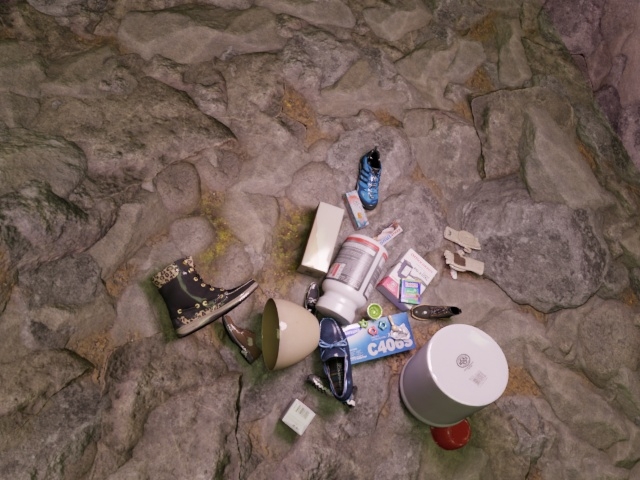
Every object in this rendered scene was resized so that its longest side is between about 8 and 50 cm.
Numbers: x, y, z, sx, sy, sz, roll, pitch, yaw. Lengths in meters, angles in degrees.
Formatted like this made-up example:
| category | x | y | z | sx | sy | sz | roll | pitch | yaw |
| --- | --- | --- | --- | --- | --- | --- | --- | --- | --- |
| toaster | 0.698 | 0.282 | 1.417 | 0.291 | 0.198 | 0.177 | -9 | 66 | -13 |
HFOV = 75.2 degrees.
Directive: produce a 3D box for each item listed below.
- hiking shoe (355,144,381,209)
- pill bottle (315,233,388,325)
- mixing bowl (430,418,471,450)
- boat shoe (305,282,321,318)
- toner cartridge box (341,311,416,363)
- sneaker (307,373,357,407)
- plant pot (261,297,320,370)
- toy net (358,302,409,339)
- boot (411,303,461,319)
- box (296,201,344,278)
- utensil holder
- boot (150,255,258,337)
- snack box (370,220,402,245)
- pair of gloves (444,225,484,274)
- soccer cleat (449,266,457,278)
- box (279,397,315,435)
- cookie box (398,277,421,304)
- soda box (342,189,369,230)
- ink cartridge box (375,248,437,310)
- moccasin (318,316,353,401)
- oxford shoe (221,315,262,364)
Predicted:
| category | x | y | z | sx | sy | sz | roll | pitch | yaw |
| --- | --- | --- | --- | --- | --- | --- | --- | --- | --- |
| hiking shoe | 0.239 | -0.302 | 2.026 | 0.113 | 0.132 | 0.303 | 2 | 74 | -13 |
| pill bottle | 0.133 | 0.170 | 1.822 | 0.210 | 0.210 | 0.362 | 31 | 69 | -3 |
| mixing bowl | 0.580 | 0.819 | 1.800 | 0.182 | 0.098 | 0.181 | 4 | 72 | -12 |
| boat shoe | -0.031 | 0.282 | 1.826 | 0.075 | 0.065 | 0.206 | 12 | 72 | -10 |
| toner cartridge box | 0.234 | 0.435 | 1.840 | 0.348 | 0.075 | 0.165 | -10 | 74 | -16 |
| sneaker | 0.057 | 0.605 | 1.752 | 0.234 | 0.078 | 0.106 | 30 | 64 | -5 |
| plant pot | -0.113 | 0.373 | 1.678 | 0.191 | 0.284 | 0.284 | 3 | 73 | -22 |
| toy net | 0.288 | 0.375 | 1.807 | 0.232 | 0.045 | 0.122 | 31 | 68 | -2 |
| boot | 0.531 | 0.322 | 1.912 | 0.198 | 0.137 | 0.076 | 0 | 74 | -13 |
| box | 0.000 | 0.000 | 1.876 | 0.121 | 0.148 | 0.311 | 19 | 69 | -7 |
| utensil holder | 0.519 | 0.545 | 1.671 | 0.328 | 0.385 | 0.327 | 2 | 57 | -3 |
| boot | -0.478 | 0.189 | 1.715 | 0.377 | 0.138 | 0.284 | -32 | 83 | -14 |
| snack box | 0.316 | -0.024 | 2.022 | 0.178 | 0.022 | 0.064 | -35 | 86 | -20 |
| pair of gloves | 0.706 | 0.054 | 2.066 | 0.204 | 0.042 | 0.240 | 14 | 56 | -6 |
| soccer cleat | 0.656 | 0.149 | 2.046 | 0.029 | 0.035 | 0.083 | -5 | 75 | -13 |
| box | -0.094 | 0.707 | 1.675 | 0.101 | 0.087 | 0.102 | 39 | 70 | 0 |
| cookie box | 0.397 | 0.227 | 1.851 | 0.092 | 0.040 | 0.107 | 9 | 73 | -9 |
| soda box | 0.169 | -0.144 | 2.000 | 0.058 | 0.063 | 0.183 | -17 | 79 | -17 |
| ink cartridge box | 0.402 | 0.181 | 1.941 | 0.172 | 0.100 | 0.237 | 42 | 69 | 0 |
| moccasin | 0.069 | 0.470 | 1.687 | 0.138 | 0.117 | 0.341 | -20 | 68 | 5 |
| oxford shoe | -0.324 | 0.393 | 1.720 | 0.096 | 0.083 | 0.227 | -38 | 97 | -23 |
